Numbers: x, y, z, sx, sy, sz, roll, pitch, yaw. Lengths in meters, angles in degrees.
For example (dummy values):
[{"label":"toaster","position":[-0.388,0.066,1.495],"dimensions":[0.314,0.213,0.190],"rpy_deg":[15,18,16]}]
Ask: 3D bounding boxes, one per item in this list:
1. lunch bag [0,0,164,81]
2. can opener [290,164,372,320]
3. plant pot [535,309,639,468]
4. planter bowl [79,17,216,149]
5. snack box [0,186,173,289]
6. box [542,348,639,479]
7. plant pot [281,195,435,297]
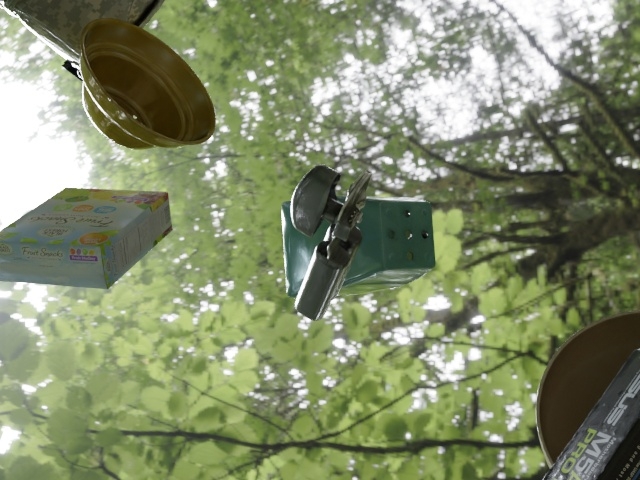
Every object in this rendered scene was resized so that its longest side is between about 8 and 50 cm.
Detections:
[{"label":"lunch bag","position":[-0.339,-0.416,1.268],"dimensions":[0.256,0.212,0.305],"rpy_deg":[37,-92,-14]},{"label":"can opener","position":[0.000,0.000,1.113],"dimensions":[0.095,0.283,0.076],"rpy_deg":[30,-125,6]},{"label":"plant pot","position":[0.411,0.253,1.060],"dimensions":[0.284,0.284,0.191],"rpy_deg":[-60,-29,-26]},{"label":"planter bowl","position":[-0.254,-0.190,1.182],"dimensions":[0.217,0.090,0.217],"rpy_deg":[34,-148,-26]},{"label":"snack box","position":[-0.331,-0.009,1.221],"dimensions":[0.207,0.174,0.070],"rpy_deg":[-59,-32,-61]},{"label":"box","position":[0.223,0.241,0.562],"dimensions":[0.216,0.060,0.270],"rpy_deg":[39,-98,-7]},{"label":"plant pot","position":[0.070,0.005,1.416],"dimensions":[0.165,0.234,0.166],"rpy_deg":[-1,-95,-34]}]
